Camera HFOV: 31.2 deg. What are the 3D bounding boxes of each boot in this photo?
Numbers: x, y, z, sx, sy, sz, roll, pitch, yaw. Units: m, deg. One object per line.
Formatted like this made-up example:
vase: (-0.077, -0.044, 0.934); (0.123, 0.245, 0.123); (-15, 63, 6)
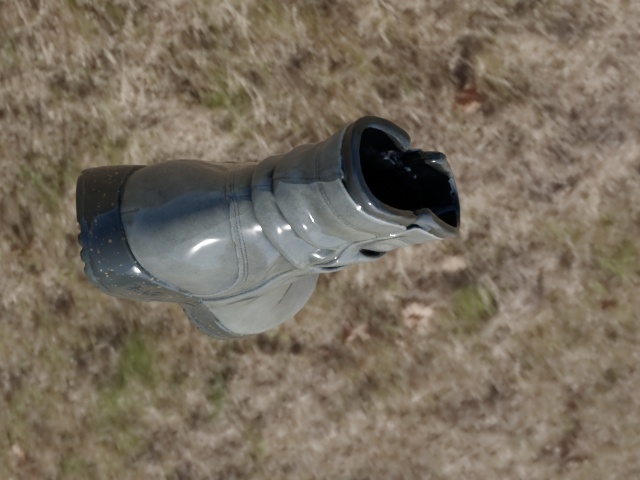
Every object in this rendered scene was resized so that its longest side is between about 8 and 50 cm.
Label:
boot: (0.000, 0.000, 0.593); (0.161, 0.083, 0.246); (-8, 171, 18)
